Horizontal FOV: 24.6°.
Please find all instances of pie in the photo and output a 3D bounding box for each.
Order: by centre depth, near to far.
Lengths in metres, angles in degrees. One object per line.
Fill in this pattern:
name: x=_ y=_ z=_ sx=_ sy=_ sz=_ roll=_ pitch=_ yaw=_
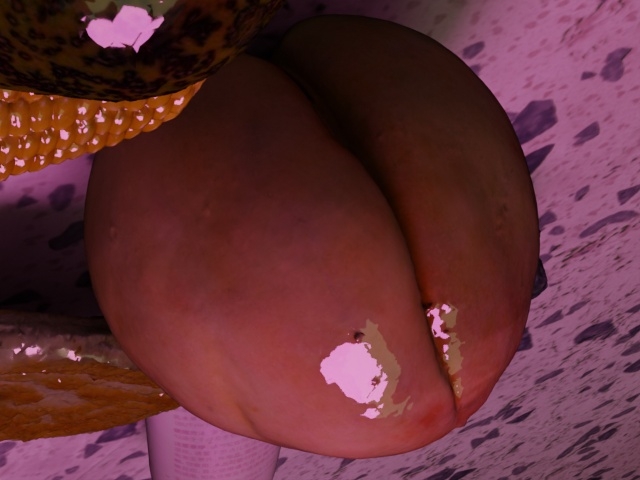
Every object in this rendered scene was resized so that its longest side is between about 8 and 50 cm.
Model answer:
pie: x=-0.230 y=0.095 z=1.057 sx=0.323 sy=0.070 sz=0.323 roll=-6 pitch=164 yaw=-2

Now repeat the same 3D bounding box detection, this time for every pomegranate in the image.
pomegranate: x=-0.088 y=-0.187 z=0.640 sx=0.222 sy=0.276 sz=0.204 roll=-21 pitch=119 yaw=25

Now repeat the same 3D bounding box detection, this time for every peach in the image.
peach: x=0.001 y=0.000 z=0.923 sx=0.292 sy=0.292 sz=0.247 roll=-11 pitch=165 yaw=-31

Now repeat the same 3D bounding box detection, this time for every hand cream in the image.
hand cream: x=-0.089 y=0.117 z=1.284 sx=0.185 sy=0.118 sz=0.358 roll=-12 pitch=144 yaw=-18

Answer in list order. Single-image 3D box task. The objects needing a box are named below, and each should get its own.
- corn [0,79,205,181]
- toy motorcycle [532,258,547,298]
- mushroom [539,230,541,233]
corn: x=-0.234 y=-0.074 z=0.722 sx=0.387 sy=0.144 sz=0.144 roll=-14 pitch=152 yaw=-29
toy motorcycle: x=0.054 y=0.092 z=1.320 sx=0.188 sy=0.143 sz=0.327 roll=-11 pitch=163 yaw=-37
mushroom: x=0.185 y=-0.006 z=1.396 sx=0.049 sy=0.019 sz=0.101 roll=-27 pitch=152 yaw=-3
